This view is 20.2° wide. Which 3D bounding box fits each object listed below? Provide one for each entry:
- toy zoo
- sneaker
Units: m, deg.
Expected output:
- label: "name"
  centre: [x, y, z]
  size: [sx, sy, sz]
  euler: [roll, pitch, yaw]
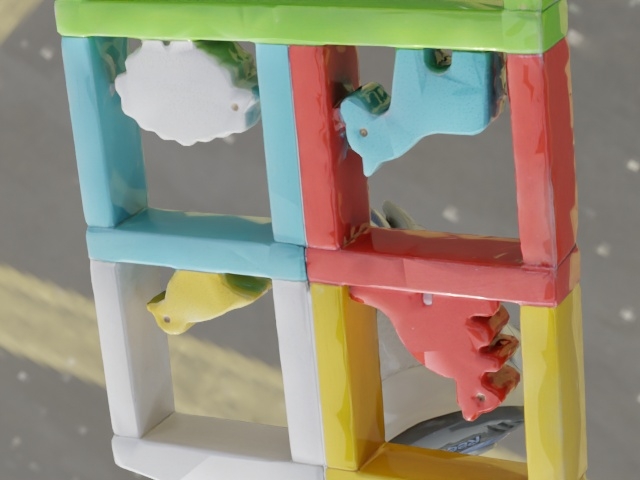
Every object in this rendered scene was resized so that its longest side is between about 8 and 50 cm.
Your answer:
- label: "toy zoo"
  centre: [0.000, 0.000, 0.657]
  size: [0.192, 0.030, 0.293]
  euler: [5, 112, 26]
- label: "sneaker"
  centre: [0.047, 0.041, 0.865]
  size: [0.129, 0.111, 0.297]
  euler: [63, -177, 6]
